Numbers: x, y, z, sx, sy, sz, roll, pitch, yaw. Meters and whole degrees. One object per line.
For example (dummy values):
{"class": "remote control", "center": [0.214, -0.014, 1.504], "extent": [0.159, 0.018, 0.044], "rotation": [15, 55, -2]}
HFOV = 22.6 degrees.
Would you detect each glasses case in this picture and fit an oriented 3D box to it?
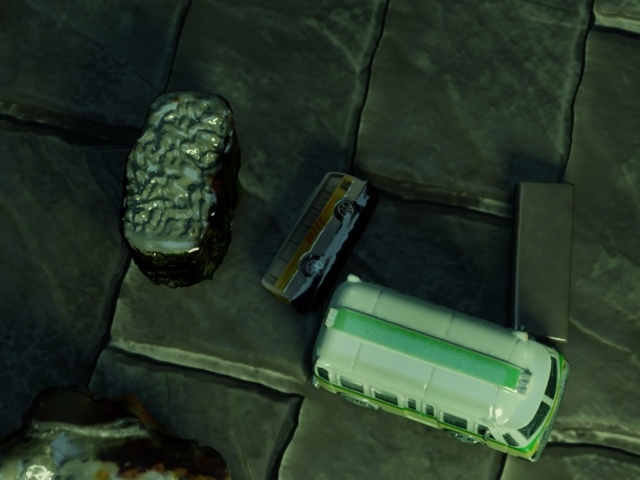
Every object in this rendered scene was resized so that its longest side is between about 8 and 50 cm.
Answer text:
{"class": "glasses case", "center": [0.255, 0.025, 1.856], "extent": [0.072, 0.042, 0.190], "rotation": [5, 75, 1]}

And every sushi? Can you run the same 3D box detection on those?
{"class": "sushi", "center": [-0.162, -0.059, 1.885], "extent": [0.124, 0.127, 0.225], "rotation": [5, 69, 8]}
{"class": "sushi", "center": [-0.254, 0.375, 1.741], "extent": [0.418, 0.176, 0.417], "rotation": [2, 74, -6]}

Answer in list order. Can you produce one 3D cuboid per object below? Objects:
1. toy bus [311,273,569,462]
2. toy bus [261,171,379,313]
{"class": "toy bus", "center": [0.130, 0.139, 1.775], "extent": [0.276, 0.164, 0.133], "rotation": [18, 78, 12]}
{"class": "toy bus", "center": [0.000, 0.000, 1.887], "extent": [0.072, 0.057, 0.172], "rotation": [26, 79, 22]}
